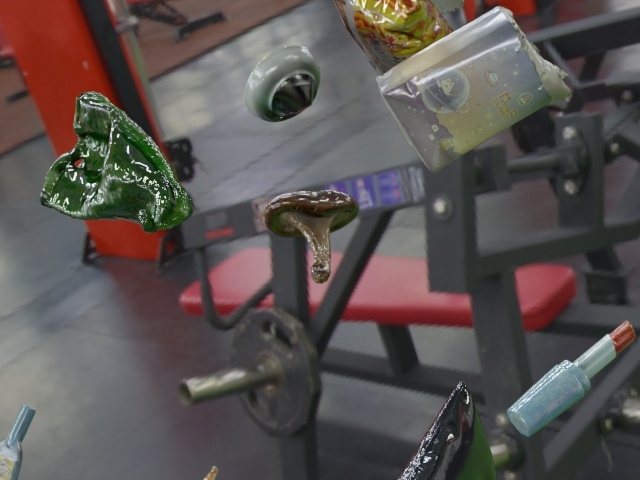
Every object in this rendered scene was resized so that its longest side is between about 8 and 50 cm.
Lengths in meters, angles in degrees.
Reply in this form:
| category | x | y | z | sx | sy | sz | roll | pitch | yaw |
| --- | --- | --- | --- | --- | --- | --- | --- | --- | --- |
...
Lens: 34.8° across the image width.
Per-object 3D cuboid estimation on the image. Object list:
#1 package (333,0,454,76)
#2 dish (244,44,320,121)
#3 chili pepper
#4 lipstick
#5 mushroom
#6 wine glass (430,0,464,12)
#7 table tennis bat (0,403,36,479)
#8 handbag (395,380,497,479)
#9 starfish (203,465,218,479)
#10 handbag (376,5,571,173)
| category | x | y | z | sx | sy | sz | roll | pitch | yaw |
| --- | --- | --- | --- | --- | --- | --- | --- | --- | --- |
| package | 0.112 | -0.276 | 1.394 | 0.108 | 0.288 | 0.223 | -50 | 44 | 1 |
| dish | -0.045 | -0.236 | 1.653 | 0.141 | 0.141 | 0.078 | -27 | 55 | -21 |
| chili pepper | -0.167 | -0.052 | 0.834 | 0.062 | 0.108 | 0.216 | 16 | 10 | -36 |
| lipstick | 0.442 | 0.231 | 1.758 | 0.274 | 0.061 | 0.068 | -36 | 48 | -14 |
| mushroom | 0.000 | 0.000 | 2.262 | 0.227 | 0.148 | 0.218 | -8 | 60 | -21 |
| wine glass | 0.261 | -0.542 | 1.706 | 0.323 | 0.238 | 0.238 | -49 | 32 | -17 |
| table tennis bat | -0.387 | 0.275 | 1.242 | 0.100 | 0.019 | 0.155 | 4 | 66 | 54 |
| handbag | 0.165 | 0.345 | 1.330 | 0.088 | 0.211 | 0.254 | -2 | 32 | 35 |
| starfish | -0.228 | 0.507 | 1.588 | 0.231 | 0.048 | 0.295 | -24 | 50 | 37 |
| handbag | 0.156 | -0.159 | 1.039 | 0.173 | 0.117 | 0.095 | -29 | 29 | 11 |
